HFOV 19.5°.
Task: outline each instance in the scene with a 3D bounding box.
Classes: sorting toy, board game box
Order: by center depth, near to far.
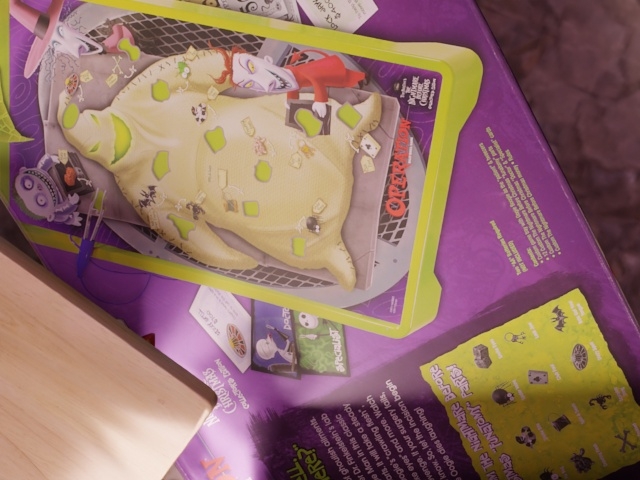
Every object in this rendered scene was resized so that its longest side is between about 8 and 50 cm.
[{"bbox_3d":[-0.118,0.073,0.757,0.274,0.046,0.132,36,111,0],"label":"sorting toy"},{"bbox_3d":[0.000,0.000,0.782,0.208,0.056,0.347,-28,113,3],"label":"board game box"}]
